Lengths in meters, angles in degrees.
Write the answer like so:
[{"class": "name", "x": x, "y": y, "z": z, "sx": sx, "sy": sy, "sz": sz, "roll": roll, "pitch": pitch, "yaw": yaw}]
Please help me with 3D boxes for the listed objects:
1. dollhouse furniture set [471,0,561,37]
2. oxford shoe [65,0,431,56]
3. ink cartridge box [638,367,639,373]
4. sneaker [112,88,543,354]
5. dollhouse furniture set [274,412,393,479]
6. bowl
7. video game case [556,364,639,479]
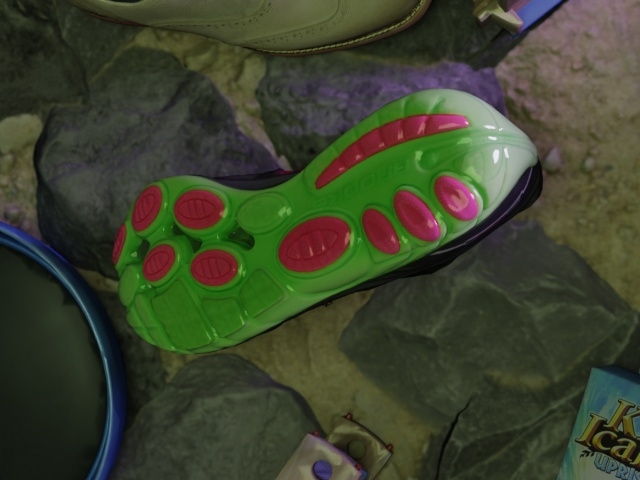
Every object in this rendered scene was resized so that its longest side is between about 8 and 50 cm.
[{"class": "dollhouse furniture set", "x": 0.204, "y": -0.351, "z": 1.472, "sx": 0.303, "sy": 0.286, "sz": 0.198, "roll": -39, "pitch": 83, "yaw": 3}, {"class": "oxford shoe", "x": -0.091, "y": -0.251, "z": 1.633, "sx": 0.397, "sy": 0.146, "sz": 0.140, "roll": 2, "pitch": 94, "yaw": 15}, {"class": "ink cartridge box", "x": 0.344, "y": 0.105, "z": 1.548, "sx": 0.089, "sy": 0.122, "sz": 0.052, "roll": 14, "pitch": 93, "yaw": 14}, {"class": "sneaker", "x": 0.000, "y": 0.000, "z": 1.608, "sx": 0.483, "sy": 0.202, "sz": 0.185, "roll": -15, "pitch": 76, "yaw": 34}, {"class": "dollhouse furniture set", "x": 0.045, "y": 0.278, "z": 1.638, "sx": 0.184, "sy": 0.129, "sz": 0.129, "roll": 37, "pitch": 102, "yaw": 12}, {"class": "bowl", "x": -0.384, "y": 0.161, "z": 1.780, "sx": 0.391, "sy": 0.077, "sz": 0.391, "roll": 1, "pitch": 94, "yaw": 16}, {"class": "video game case", "x": 0.340, "y": 0.274, "z": 1.558, "sx": 0.270, "sy": 0.061, "sz": 0.244, "roll": 21, "pitch": 98, "yaw": 29}]
